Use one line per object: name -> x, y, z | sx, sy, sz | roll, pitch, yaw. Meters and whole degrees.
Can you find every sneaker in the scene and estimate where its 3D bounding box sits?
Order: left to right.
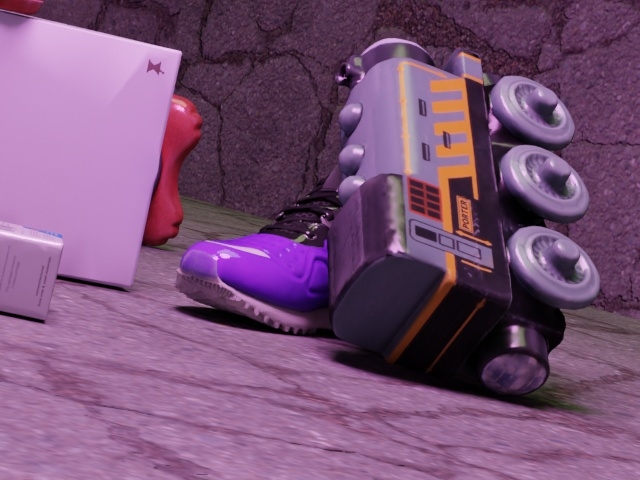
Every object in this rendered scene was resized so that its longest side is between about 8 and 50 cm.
sneaker -> 0.000, 0.000, 1.332 | 0.102, 0.146, 0.293 | 15, 3, 39

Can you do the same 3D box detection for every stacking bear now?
stacking bear -> -0.263, -0.076, 1.718 | 0.164, 0.175, 0.289 | 16, 11, 15

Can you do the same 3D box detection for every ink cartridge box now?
ink cartridge box -> -0.229, 0.010, 1.026 | 0.122, 0.052, 0.088 | 14, 2, -10

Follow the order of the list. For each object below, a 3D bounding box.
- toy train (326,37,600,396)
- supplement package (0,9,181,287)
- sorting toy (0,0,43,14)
toy train -> 0.100, -0.030, 1.246 | 0.190, 0.142, 0.334 | 20, 41, -19
supplement package -> -0.264, -0.091, 1.370 | 0.198, 0.199, 0.262 | 11, 4, -22
sorting toy -> -0.254, -0.199, 1.218 | 0.061, 0.042, 0.102 | 18, 9, 34
